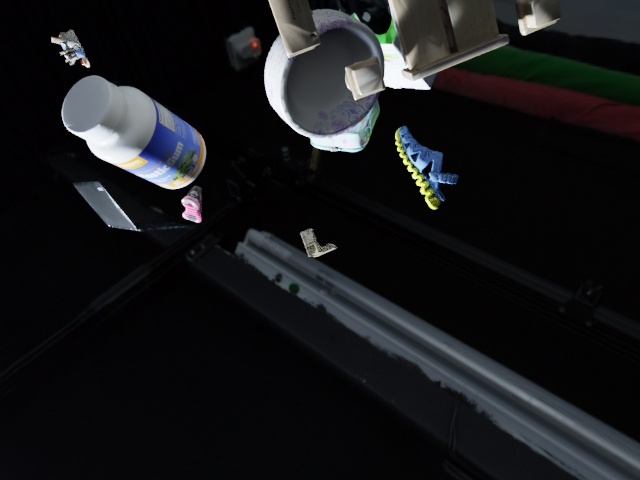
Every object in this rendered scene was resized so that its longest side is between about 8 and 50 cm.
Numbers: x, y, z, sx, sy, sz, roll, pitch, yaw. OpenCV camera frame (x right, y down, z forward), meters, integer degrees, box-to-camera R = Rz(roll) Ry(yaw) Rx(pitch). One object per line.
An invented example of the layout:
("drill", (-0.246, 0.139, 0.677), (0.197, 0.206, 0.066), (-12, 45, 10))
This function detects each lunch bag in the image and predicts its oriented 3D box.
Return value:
("lunch bag", (0.089, -0.433, 1.676), (0.224, 0.108, 0.279), (10, -122, 17))

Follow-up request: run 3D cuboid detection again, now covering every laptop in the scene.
("laptop", (-0.527, -0.099, 1.343), (0.264, 0.136, 0.234), (-6, -172, -41))

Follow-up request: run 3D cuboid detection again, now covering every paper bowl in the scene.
("paper bowl", (0.001, -0.404, 1.142), (0.284, 0.284, 0.148), (-24, -133, -15))

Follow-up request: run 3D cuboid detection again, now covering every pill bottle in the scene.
("pill bottle", (-0.366, -0.212, 0.951), (0.152, 0.272, 0.152), (-4, -102, 19))

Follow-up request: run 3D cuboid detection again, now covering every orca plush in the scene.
("orca plush", (0.116, -0.659, 1.169), (0.151, 0.102, 0.287), (-2, -105, -6))

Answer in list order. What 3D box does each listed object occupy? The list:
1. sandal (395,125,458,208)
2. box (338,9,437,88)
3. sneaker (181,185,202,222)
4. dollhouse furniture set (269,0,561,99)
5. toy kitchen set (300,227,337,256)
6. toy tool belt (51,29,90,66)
("sandal", (0.381, -0.277, 1.692), (0.138, 0.317, 0.126), (-31, -173, 22))
("box", (0.189, -0.559, 1.384), (0.262, 0.231, 0.126), (24, -90, 44))
("sneaker", (-0.289, -0.084, 1.092), (0.047, 0.119, 0.057), (17, -117, -8))
("dollhouse furniture set", (0.096, -0.385, 0.646), (0.355, 0.303, 0.174), (-20, -157, 3))
("toy kitchen set", (0.000, 0.000, 1.350), (0.068, 0.083, 0.075), (-23, -98, 20))
("toy tool belt", (-0.558, -0.423, 1.058), (0.051, 0.083, 0.052), (-24, -125, -12))
